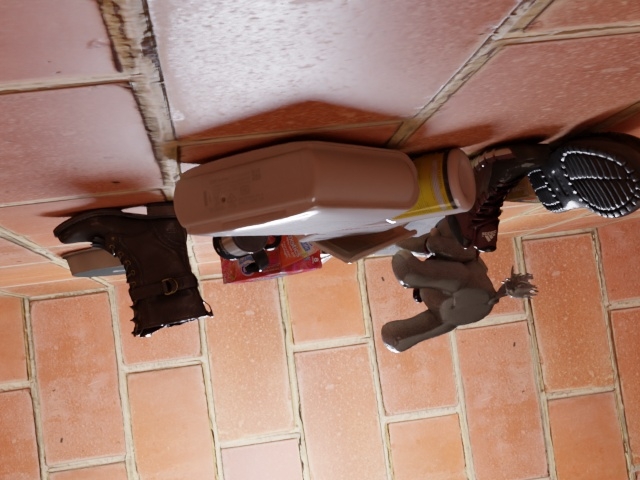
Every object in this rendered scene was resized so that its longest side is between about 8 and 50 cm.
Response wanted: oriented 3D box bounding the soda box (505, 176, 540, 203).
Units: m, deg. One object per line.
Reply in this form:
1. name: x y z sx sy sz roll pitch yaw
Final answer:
1. soda box: 0.410 -0.108 1.889 0.058 0.061 0.181 -10 175 33

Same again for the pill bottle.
1. pill bottle: 0.147 -0.082 1.545 0.184 0.103 0.103 -10 175 27

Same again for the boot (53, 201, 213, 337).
1. boot: -0.330 0.057 1.695 0.262 0.229 0.091 -8 175 1

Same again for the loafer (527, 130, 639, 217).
1. loafer: 0.450 -0.125 1.546 0.130 0.134 0.366 -30 -172 -8

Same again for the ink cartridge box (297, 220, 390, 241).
1. ink cartridge box: 0.056 -0.058 1.747 0.160 0.093 0.219 -6 175 -17

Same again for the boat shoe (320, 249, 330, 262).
1. boat shoe: 0.000 0.000 2.381 0.277 0.098 0.096 -22 167 35

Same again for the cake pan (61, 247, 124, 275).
1. cake pan: -0.493 0.049 2.406 0.293 0.054 0.293 -7 175 -1

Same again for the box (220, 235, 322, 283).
1. box: -0.125 0.030 2.327 0.128 0.123 0.256 -5 174 -38

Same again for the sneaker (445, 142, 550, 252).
1. sneaker: 0.296 -0.065 1.614 0.106 0.163 0.281 -5 175 -23

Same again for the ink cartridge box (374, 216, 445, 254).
1. ink cartridge box: 0.234 -0.049 2.202 0.224 0.045 0.223 -40 161 22

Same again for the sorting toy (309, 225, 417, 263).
1. sorting toy: 0.056 -0.013 1.914 0.208 0.038 0.193 23 -147 39

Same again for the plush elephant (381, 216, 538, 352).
1. plush elephant: 0.267 0.041 2.049 0.329 0.255 0.272 -10 134 -5

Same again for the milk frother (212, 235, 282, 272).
1. milk frother: -0.140 -0.013 2.082 0.143 0.129 0.134 -52 -166 -21

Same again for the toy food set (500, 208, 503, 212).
1. toy food set: 0.371 -0.065 2.385 0.128 0.071 0.218 -35 168 18

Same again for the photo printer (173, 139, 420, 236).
1. photo printer: -0.019 -0.070 1.404 0.256 0.107 0.307 -11 175 35
